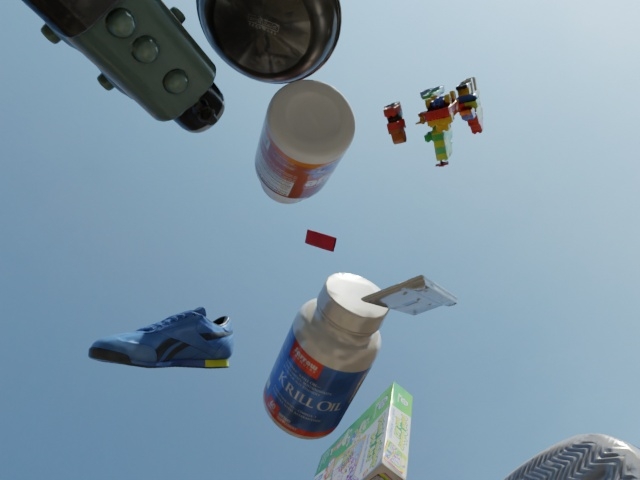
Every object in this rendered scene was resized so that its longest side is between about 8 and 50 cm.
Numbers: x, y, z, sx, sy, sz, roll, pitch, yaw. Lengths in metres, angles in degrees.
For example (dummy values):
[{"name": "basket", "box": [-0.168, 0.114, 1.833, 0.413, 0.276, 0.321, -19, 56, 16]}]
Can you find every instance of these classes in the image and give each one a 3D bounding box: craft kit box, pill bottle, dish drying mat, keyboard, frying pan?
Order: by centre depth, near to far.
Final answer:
[{"name": "frying pan", "box": [-0.030, -0.321, 0.653, 0.197, 0.326, 0.053, 36, -138, -21]}, {"name": "keyboard", "box": [0.122, 0.074, 0.668, 0.072, 0.256, 0.014, -17, -107, 18]}, {"name": "pill bottle", "box": [0.008, 0.157, 0.728, 0.124, 0.124, 0.221, 9, -59, -24]}, {"name": "pill bottle", "box": [-0.033, -0.131, 0.781, 0.121, 0.216, 0.121, 3, -106, -12]}, {"name": "craft kit box", "box": [0.067, 0.412, 0.961, 0.061, 0.250, 0.246, 41, -71, -1]}, {"name": "dish drying mat", "box": [0.000, 0.000, 1.117, 0.008, 0.083, 0.032, 2, -79, -47]}]

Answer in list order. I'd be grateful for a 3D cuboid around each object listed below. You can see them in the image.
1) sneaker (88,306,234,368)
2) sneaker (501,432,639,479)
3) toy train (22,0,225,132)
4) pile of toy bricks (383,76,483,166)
[{"name": "sneaker", "box": [-0.196, 0.123, 0.679, 0.209, 0.069, 0.082, 15, -103, -51]}, {"name": "sneaker", "box": [0.174, 0.297, 0.356, 0.180, 0.124, 0.321, 27, -88, -13]}, {"name": "toy train", "box": [-0.228, -0.244, 0.570, 0.142, 0.190, 0.334, -42, -33, 0]}, {"name": "pile of toy bricks", "box": [0.169, -0.159, 0.751, 0.212, 0.118, 0.105, -42, -60, -56]}]
